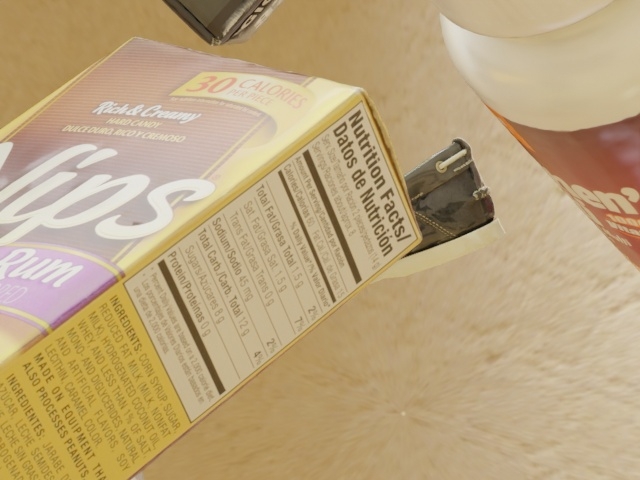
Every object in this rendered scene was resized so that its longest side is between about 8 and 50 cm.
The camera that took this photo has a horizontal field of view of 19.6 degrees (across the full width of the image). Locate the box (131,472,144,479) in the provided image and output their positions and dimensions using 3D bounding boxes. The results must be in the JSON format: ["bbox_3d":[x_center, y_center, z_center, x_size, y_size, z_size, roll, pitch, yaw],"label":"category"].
[{"bbox_3d":[-0.228,0.166,1.456,0.142,0.163,0.247,-14,99,5],"label":"box"}]

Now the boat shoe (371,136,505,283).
[{"bbox_3d":[0.000,0.000,1.218,0.233,0.084,0.079,-19,97,1],"label":"boat shoe"}]

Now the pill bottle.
[{"bbox_3d":[0.118,-0.074,0.668,0.121,0.221,0.121,-19,53,27],"label":"pill bottle"}]

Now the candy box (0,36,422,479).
[{"bbox_3d":[-0.078,0.021,0.473,0.187,0.109,0.053,-38,123,-27],"label":"candy box"}]

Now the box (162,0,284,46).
[{"bbox_3d":[-0.031,-0.226,0.851,0.175,0.051,0.220,46,106,5],"label":"box"}]
